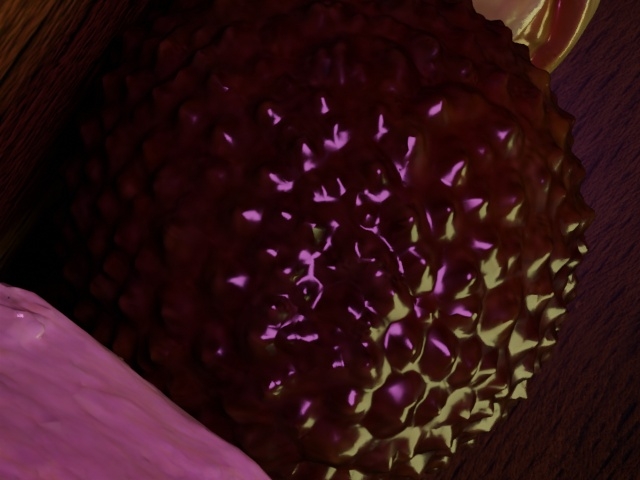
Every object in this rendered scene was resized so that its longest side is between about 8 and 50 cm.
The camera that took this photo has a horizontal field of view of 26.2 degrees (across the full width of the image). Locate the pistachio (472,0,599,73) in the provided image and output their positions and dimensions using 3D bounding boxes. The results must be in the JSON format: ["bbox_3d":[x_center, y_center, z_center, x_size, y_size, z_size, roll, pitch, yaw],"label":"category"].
[{"bbox_3d":[0.142,-0.253,1.274,0.309,0.230,0.230,-49,-179,25],"label":"pistachio"}]

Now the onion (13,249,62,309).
[{"bbox_3d":[-0.139,0.088,0.882,0.248,0.161,0.248,-64,-178,4],"label":"onion"}]

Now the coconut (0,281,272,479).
[{"bbox_3d":[-0.132,0.246,0.484,0.404,0.404,0.404,-54,180,0],"label":"coconut"}]

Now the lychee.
[{"bbox_3d":[0.000,0.000,0.688,0.276,0.276,0.304,-54,-165,37],"label":"lychee"}]
